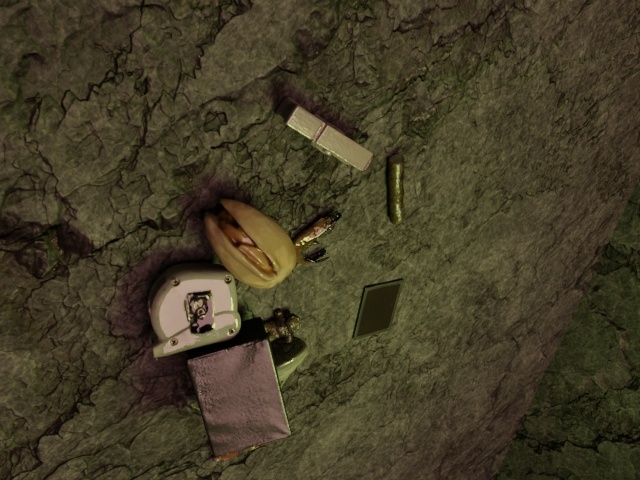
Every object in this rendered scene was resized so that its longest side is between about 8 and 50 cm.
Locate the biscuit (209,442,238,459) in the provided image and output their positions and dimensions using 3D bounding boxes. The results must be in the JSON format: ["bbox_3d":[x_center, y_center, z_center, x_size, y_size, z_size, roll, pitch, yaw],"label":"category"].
[{"bbox_3d":[-0.353,0.760,2.042,0.102,0.019,0.131,-38,116,-11],"label":"biscuit"}]

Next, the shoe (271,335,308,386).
[{"bbox_3d":[-0.183,0.480,1.939,0.341,0.132,0.211,-32,135,-8],"label":"shoe"}]

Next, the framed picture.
[{"bbox_3d":[0.227,0.273,2.176,0.196,0.014,0.253,-8,123,-32],"label":"framed picture"}]

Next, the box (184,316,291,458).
[{"bbox_3d":[-0.256,0.441,1.696,0.251,0.204,0.346,-14,107,-11],"label":"box"}]

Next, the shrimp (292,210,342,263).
[{"bbox_3d":[0.000,0.000,1.801,0.219,0.046,0.152,-42,134,0],"label":"shrimp"}]

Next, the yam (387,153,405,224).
[{"bbox_3d":[0.258,-0.171,1.870,0.061,0.061,0.253,-24,129,-22],"label":"yam"}]

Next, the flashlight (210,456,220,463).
[{"bbox_3d":[-0.370,0.797,2.072,0.110,0.031,0.052,-53,165,2],"label":"flashlight"}]

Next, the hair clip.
[{"bbox_3d":[0.014,-0.296,1.581,0.330,0.101,0.085,24,108,-42],"label":"hair clip"}]

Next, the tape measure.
[{"bbox_3d":[-0.366,0.198,1.570,0.258,0.130,0.265,-10,109,-19],"label":"tape measure"}]

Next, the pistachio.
[{"bbox_3d":[-0.197,0.008,1.554,0.193,0.214,0.318,-41,117,-3],"label":"pistachio"}]

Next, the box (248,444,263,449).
[{"bbox_3d":[-0.211,0.725,2.093,0.177,0.111,0.111,-19,128,-26],"label":"box"}]

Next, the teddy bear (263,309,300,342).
[{"bbox_3d":[-0.146,0.300,1.880,0.160,0.078,0.120,-19,94,-18],"label":"teddy bear"}]
